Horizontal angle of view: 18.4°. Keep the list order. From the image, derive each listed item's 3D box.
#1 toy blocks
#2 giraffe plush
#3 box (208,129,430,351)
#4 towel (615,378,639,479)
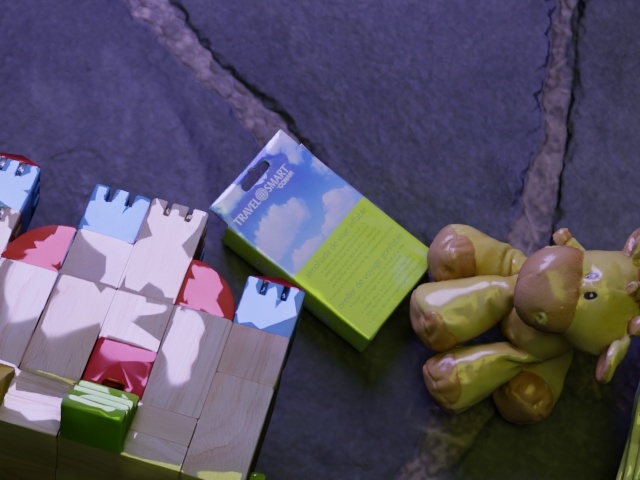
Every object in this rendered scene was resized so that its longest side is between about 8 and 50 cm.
[{"bbox_3d":[-0.169,0.075,1.588,0.381,0.190,0.261,16,53,3],"label":"toy blocks"},{"bbox_3d":[0.199,0.059,1.650,0.210,0.170,0.181,-7,85,-23],"label":"giraffe plush"},{"bbox_3d":[0.000,0.000,1.713,0.178,0.042,0.109,39,65,3],"label":"box"},{"bbox_3d":[0.372,0.187,1.691,0.248,0.038,0.324,13,82,-8],"label":"towel"}]
